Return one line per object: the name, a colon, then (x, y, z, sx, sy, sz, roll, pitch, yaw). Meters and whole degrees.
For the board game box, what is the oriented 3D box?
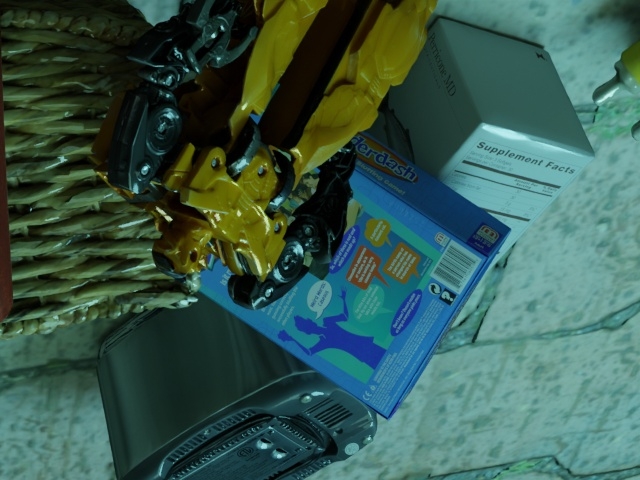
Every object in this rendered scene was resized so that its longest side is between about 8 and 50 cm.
board game box: (0.000, 0.000, 1.312, 0.160, 0.210, 0.047, -60, 172, 35)

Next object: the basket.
basket: (-0.242, -0.063, 1.210, 0.299, 0.223, 0.213, -11, 110, -11)

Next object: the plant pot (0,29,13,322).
plant pot: (-0.292, -0.121, 0.919, 0.267, 0.267, 0.235, -4, 148, -6)

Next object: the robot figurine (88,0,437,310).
robot figurine: (-0.025, -0.106, 1.115, 0.291, 0.085, 0.211, -60, 140, -16)

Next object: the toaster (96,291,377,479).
toaster: (-0.076, 0.119, 1.470, 0.227, 0.146, 0.129, -33, 141, 17)

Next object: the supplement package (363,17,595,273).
supplement package: (0.086, -0.049, 1.362, 0.105, 0.105, 0.179, 13, 133, -33)

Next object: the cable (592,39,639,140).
cable: (0.317, -0.174, 1.330, 0.139, 0.072, 0.287, 16, 131, -37)
